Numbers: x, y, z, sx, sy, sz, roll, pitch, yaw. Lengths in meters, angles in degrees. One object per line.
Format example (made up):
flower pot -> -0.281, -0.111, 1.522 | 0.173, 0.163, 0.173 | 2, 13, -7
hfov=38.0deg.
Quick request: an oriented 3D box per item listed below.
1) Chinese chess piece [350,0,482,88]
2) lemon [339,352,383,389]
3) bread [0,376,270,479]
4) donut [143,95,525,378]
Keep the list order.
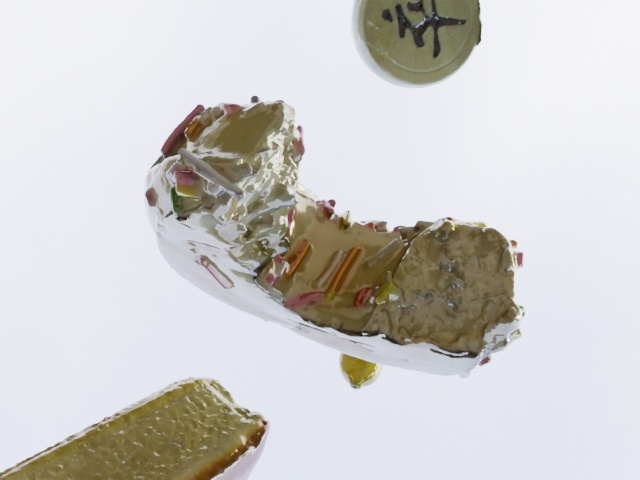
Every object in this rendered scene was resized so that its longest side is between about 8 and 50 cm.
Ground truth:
Chinese chess piece -> 0.137, -0.311, 1.325 | 0.188, 0.188, 0.083 | -34, -159, -1
lemon -> 0.055, 0.167, 1.267 | 0.062, 0.062, 0.083 | 5, -131, 17
bread -> -0.242, 0.316, 0.964 | 0.143, 0.333, 0.323 | 45, -52, 17
donut -> 0.004, 0.005, 0.908 | 0.371, 0.307, 0.150 | 28, -110, -17
